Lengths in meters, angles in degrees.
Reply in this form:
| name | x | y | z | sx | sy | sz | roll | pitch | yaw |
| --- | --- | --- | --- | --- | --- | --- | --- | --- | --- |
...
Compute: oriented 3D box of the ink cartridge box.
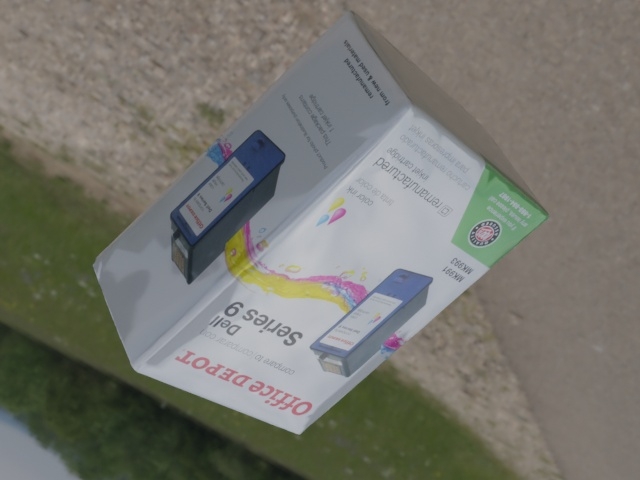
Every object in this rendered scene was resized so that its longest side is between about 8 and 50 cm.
| name | x | y | z | sx | sy | sz | roll | pitch | yaw |
| --- | --- | --- | --- | --- | --- | --- | --- | --- | --- |
| ink cartridge box | 0.000 | 0.000 | 0.682 | 0.154 | 0.212 | 0.093 | 32 | -157 | -46 |
